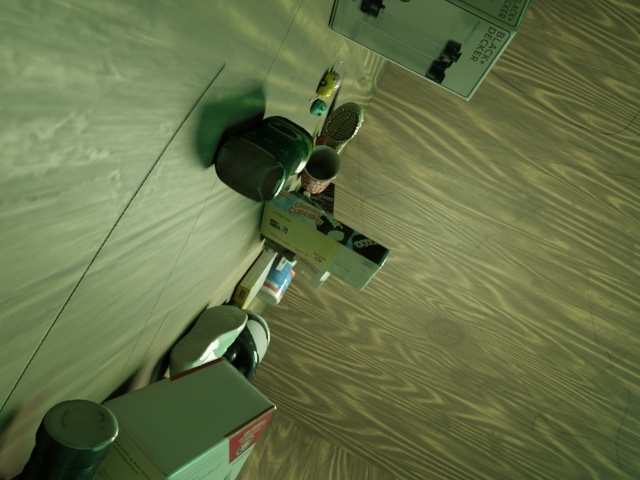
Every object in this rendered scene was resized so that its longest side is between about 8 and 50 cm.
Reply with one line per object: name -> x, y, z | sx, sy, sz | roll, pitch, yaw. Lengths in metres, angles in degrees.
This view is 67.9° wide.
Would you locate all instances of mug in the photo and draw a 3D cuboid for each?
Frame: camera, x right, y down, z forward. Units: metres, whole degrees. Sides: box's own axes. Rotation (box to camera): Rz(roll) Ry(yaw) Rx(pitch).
mug -> 0.002, -0.227, 1.476 | 0.150, 0.113, 0.169 | -60, -178, -14

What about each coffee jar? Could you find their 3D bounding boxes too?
coffee jar -> -0.073, -0.125, 0.692 | 0.079, 0.096, 0.184 | -60, 180, 27

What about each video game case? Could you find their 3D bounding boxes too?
video game case -> -0.102, -0.027, 1.696 | 0.285, 0.025, 0.203 | 129, -25, -64

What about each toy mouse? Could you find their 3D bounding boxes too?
toy mouse -> 0.016, -0.345, 1.130 | 0.160, 0.031, 0.143 | -62, 179, -17

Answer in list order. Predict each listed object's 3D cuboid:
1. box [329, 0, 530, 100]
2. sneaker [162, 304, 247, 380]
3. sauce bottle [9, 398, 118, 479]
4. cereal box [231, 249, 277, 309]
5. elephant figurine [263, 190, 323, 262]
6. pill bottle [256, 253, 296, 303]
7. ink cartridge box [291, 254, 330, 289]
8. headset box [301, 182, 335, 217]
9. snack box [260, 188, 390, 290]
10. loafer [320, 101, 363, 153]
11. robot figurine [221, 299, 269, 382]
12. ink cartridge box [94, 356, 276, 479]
box -> 0.174, -0.381, 0.804 | 0.087, 0.290, 0.169 | -62, 180, -25
sneaker -> -0.266, 0.255, 1.090 | 0.256, 0.094, 0.151 | -41, 155, -59
sauce bottle -> -0.309, 0.323, 0.495 | 0.344, 0.112, 0.111 | -64, 179, 11
cereal box -> -0.226, 0.146, 1.556 | 0.172, 0.048, 0.240 | -63, 179, 33
elephant figurine -> -0.095, -0.016, 1.441 | 0.239, 0.169, 0.186 | -47, 153, 13
pill bottle -> -0.167, 0.125, 1.846 | 0.221, 0.124, 0.124 | -62, 179, -28
ink cartridge box -> 0.000, 0.043, 1.352 | 0.180, 0.104, 0.060 | -52, 167, 4
headset box -> -0.034, -0.065, 1.782 | 0.293, 0.110, 0.218 | -86, -163, -48
snack box -> 0.000, 0.000, 1.219 | 0.060, 0.322, 0.187 | -59, 178, -27
loafer -> 0.057, -0.348, 1.503 | 0.268, 0.102, 0.092 | -48, -167, 54
robot figurine -> -0.241, 0.302, 1.352 | 0.209, 0.174, 0.278 | -63, 178, 14
ink cartridge box -> -0.283, 0.431, 0.835 | 0.279, 0.160, 0.384 | -7, 129, -62
